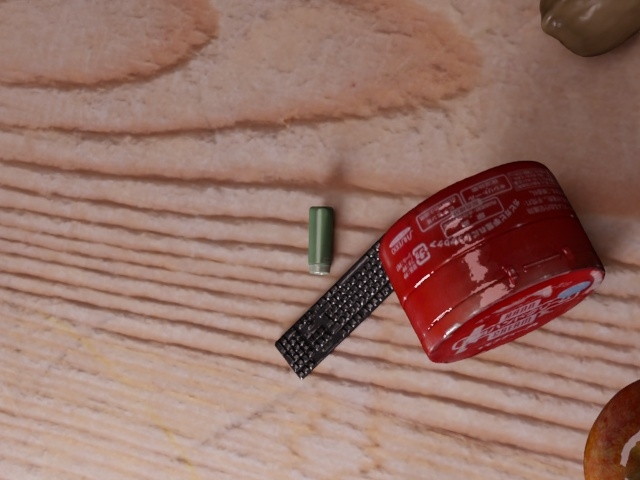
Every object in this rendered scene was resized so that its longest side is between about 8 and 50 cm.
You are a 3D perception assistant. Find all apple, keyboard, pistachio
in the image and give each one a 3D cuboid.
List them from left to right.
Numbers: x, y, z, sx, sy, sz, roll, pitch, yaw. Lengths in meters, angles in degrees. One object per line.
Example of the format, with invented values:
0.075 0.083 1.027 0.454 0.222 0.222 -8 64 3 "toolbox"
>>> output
0.029 0.082 1.958 0.204 0.013 0.061 -45 66 15 "keyboard"
0.320 -0.273 1.806 0.149 0.113 0.113 -36 70 13 "pistachio"
0.371 0.235 1.681 0.188 0.174 0.188 -2 85 24 "apple"

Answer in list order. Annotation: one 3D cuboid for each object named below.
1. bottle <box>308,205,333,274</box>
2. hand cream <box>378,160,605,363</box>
0.000 0.000 1.973 0.030 0.030 0.083 -1 84 26 "bottle"
0.187 0.024 1.771 0.230 0.230 0.149 -32 73 20 "hand cream"
